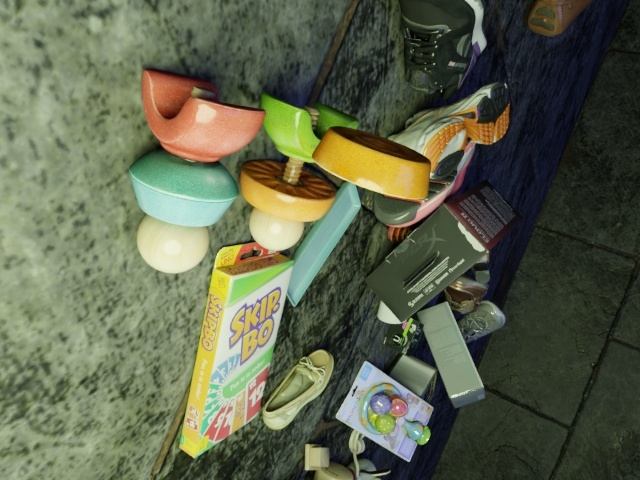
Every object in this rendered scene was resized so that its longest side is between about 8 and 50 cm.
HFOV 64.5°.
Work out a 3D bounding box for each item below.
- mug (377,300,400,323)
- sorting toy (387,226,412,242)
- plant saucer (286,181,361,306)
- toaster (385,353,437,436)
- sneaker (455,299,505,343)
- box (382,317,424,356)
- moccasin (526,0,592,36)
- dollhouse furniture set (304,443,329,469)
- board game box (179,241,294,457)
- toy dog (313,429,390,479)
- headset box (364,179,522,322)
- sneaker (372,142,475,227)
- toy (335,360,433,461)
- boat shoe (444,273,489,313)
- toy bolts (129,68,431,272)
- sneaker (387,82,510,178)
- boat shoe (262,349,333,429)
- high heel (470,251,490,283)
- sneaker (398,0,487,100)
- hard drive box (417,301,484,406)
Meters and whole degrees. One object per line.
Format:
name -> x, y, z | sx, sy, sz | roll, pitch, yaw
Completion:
mug -> 0.148, 0.128, 1.057 | 0.062, 0.078, 0.064 | -6, 110, -24
sorting toy -> 0.160, -0.041, 0.953 | 0.061, 0.042, 0.102 | -35, 138, -47
plant saucer -> 0.000, 0.000, 0.724 | 0.192, 0.018, 0.067 | -55, 150, -21
toaster -> 0.211, 0.392, 1.291 | 0.168, 0.110, 0.186 | -45, 145, -39
sneaker -> 0.495, 0.290, 1.651 | 0.115, 0.105, 0.281 | -36, 166, -30
box -> 0.194, 0.219, 1.184 | 0.083, 0.062, 0.052 | -65, 152, -5
moccasin -> 0.635, -0.667, 1.264 | 0.380, 0.139, 0.147 | -43, 154, -23
dollhouse furniture set -> -0.135, 0.524, 0.847 | 0.303, 0.173, 0.356 | 35, 49, -50
board game box -> -0.099, 0.126, 0.624 | 0.124, 0.039, 0.260 | -13, 118, -59
toy dog -> 0.084, 0.575, 1.141 | 0.333, 0.160, 0.220 | -19, 126, -55
headset box -> 0.230, 0.017, 0.950 | 0.218, 0.110, 0.293 | -48, 167, 33
sneaker -> 0.201, -0.098, 0.898 | 0.314, 0.115, 0.136 | -46, 143, -36
toy -> 0.160, 0.385, 1.120 | 0.237, 0.056, 0.137 | 39, 71, -26
boat shoe -> 0.426, 0.163, 1.503 | 0.324, 0.123, 0.117 | 27, 88, -61
toy bolts -> -0.045, -0.035, 0.446 | 0.228, 0.218, 0.159 | -1, 118, -42
sneaker -> 0.210, -0.195, 0.835 | 0.262, 0.121, 0.099 | -32, 127, -31
boat shoe -> -0.033, 0.224, 0.791 | 0.153, 0.056, 0.048 | -40, 147, -30
high heel -> 0.437, -0.029, 1.398 | 0.186, 0.093, 0.261 | -56, 147, -73
sneaker -> 0.169, -0.279, 0.735 | 0.283, 0.107, 0.124 | 5, 111, -62
hard drive box -> 0.343, 0.304, 1.337 | 0.089, 0.232, 0.181 | -21, 151, 8
